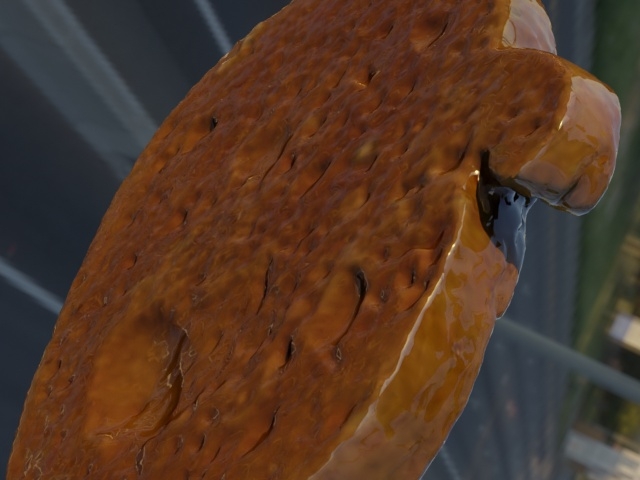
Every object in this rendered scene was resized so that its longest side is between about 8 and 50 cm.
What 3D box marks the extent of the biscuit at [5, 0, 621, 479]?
[{"bbox_3d":[0.001,0.001,0.729,0.314,0.063,0.367,-22,-145,36],"label":"biscuit"}]
